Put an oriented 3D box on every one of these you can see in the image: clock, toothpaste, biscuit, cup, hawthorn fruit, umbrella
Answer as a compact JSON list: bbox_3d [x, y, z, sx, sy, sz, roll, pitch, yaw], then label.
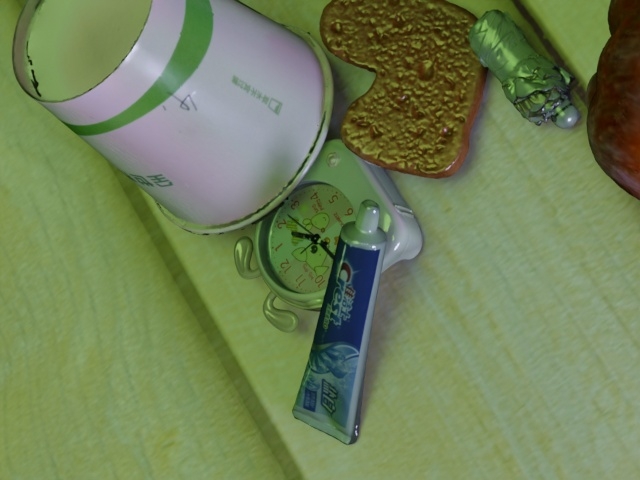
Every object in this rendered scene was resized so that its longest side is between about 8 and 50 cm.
[{"bbox_3d":[0.000,0.000,1.996,0.191,0.062,0.151,-40,65,19],"label":"clock"},{"bbox_3d":[0.026,0.081,1.933,0.069,0.047,0.268,9,117,-5],"label":"toothpaste"},{"bbox_3d":[0.077,-0.164,1.969,0.186,0.036,0.192,12,77,14],"label":"biscuit"},{"bbox_3d":[-0.161,-0.166,1.963,0.253,0.274,0.253,-18,58,32],"label":"cup"},{"bbox_3d":[0.354,-0.147,1.719,0.263,0.235,0.231,-16,72,25],"label":"hawthorn fruit"},{"bbox_3d":[0.204,-0.167,1.909,0.067,0.062,0.143,-38,77,-18],"label":"umbrella"}]
